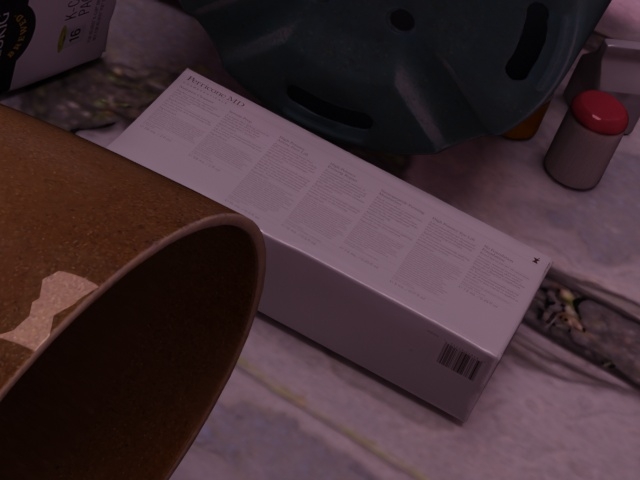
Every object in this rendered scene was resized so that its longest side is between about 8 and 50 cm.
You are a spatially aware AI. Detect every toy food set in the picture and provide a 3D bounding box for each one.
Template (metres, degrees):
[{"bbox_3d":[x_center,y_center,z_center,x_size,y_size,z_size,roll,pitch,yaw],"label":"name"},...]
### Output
[{"bbox_3d":[0.234,-0.098,1.087,0.232,0.104,0.111,4,43,-19],"label":"toy food set"}]

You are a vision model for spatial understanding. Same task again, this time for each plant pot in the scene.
[{"bbox_3d":[0.081,-0.248,1.033,0.341,0.341,0.334,24,47,4],"label":"plant pot"},{"bbox_3d":[-0.192,0.020,0.676,0.254,0.237,0.237,35,43,15],"label":"plant pot"}]

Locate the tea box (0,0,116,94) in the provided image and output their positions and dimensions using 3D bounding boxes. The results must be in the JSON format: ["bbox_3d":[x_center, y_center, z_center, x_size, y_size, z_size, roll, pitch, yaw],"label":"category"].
[{"bbox_3d":[-0.267,-0.235,0.859,0.323,0.329,0.220,-27,60,-39],"label":"tea box"}]

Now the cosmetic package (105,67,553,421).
[{"bbox_3d":[0.000,0.000,0.917,0.239,0.060,0.099,28,43,9],"label":"cosmetic package"}]
